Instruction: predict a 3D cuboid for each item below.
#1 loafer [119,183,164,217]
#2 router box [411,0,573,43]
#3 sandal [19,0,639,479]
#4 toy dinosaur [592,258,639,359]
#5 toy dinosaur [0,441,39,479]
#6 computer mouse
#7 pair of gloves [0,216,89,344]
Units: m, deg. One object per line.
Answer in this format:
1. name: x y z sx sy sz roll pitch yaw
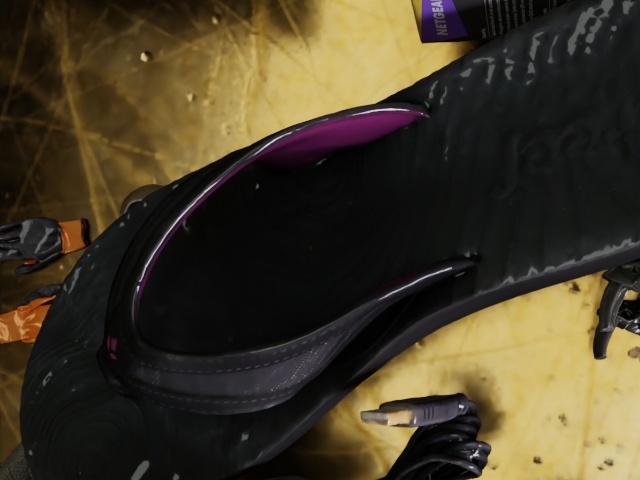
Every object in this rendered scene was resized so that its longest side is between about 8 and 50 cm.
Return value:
1. loafer: -0.089 0.032 0.804 0.056 0.050 0.148 -32 82 9
2. router box: 0.172 -0.264 0.703 0.243 0.081 0.308 -1 69 11
3. sandal: 0.000 -0.003 0.659 0.446 0.107 0.167 -30 68 18
4. toy dinosaur: 0.196 -0.055 0.728 0.322 0.164 0.218 -22 69 28
5. toy dinosaur: -0.144 0.171 0.777 0.313 0.121 0.160 -38 88 10
6. computer mouse: -0.022 0.149 0.666 0.184 0.262 0.060 -48 54 34
7. pair of gloves: -0.185 0.026 0.844 0.074 0.010 0.083 -9 85 11
